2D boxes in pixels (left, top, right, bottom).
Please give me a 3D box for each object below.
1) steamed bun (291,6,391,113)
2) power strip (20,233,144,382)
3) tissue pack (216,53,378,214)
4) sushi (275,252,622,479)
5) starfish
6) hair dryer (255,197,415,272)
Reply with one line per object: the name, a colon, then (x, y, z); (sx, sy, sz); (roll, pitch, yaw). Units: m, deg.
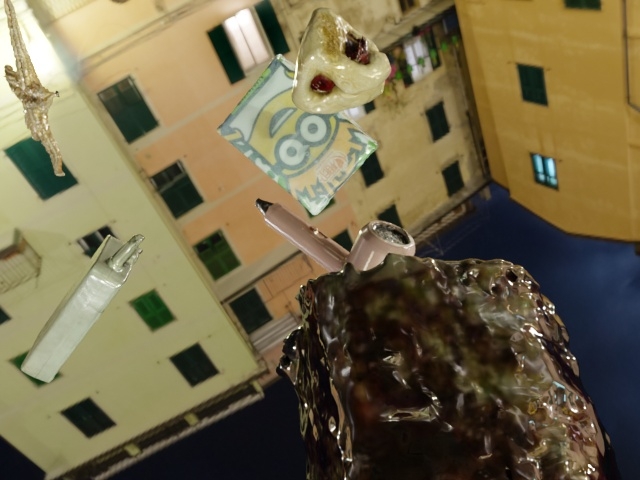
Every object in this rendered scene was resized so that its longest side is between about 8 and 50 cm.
steamed bun: (0.040, -0.295, 1.089); (0.155, 0.172, 0.141); (14, -117, -1)
power strip: (-0.332, 0.084, 0.904); (0.288, 0.053, 0.093); (-48, -160, 24)
tissue pack: (-0.049, -0.245, 1.490); (0.228, 0.311, 0.128); (-48, -175, 13)
sushi: (0.118, 0.187, 0.620); (0.299, 0.281, 0.294); (2, -122, -29)
starfish: (-0.502, -0.256, 1.083); (0.048, 0.295, 0.231); (-24, -158, -30)
hair dryer: (0.000, 0.000, 1.177); (0.344, 0.189, 0.107); (35, -152, 24)
